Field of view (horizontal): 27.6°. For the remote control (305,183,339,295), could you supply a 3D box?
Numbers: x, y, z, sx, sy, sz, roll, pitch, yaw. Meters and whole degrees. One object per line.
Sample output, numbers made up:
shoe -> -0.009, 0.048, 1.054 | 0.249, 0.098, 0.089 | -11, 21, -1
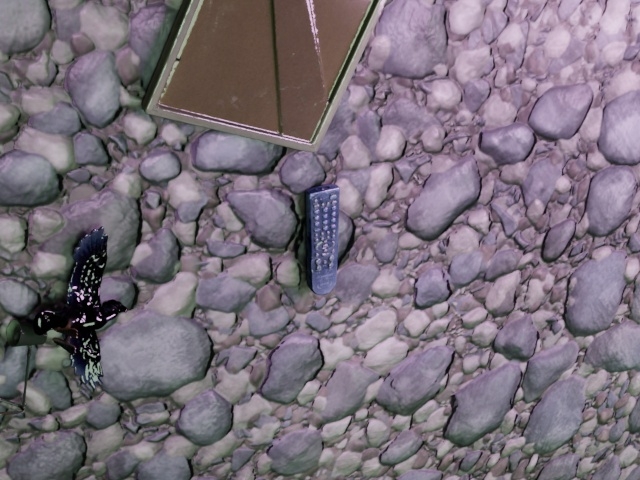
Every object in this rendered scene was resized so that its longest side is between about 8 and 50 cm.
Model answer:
remote control -> 0.001, 0.001, 1.650 | 0.043, 0.027, 0.153 | -9, 123, -18

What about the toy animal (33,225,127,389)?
toy animal -> -0.278, 0.090, 1.528 | 0.108, 0.062, 0.220 | -36, 138, -49

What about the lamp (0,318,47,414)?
lamp -> -0.354, 0.149, 1.540 | 0.054, 0.041, 0.121 | 8, 113, -44

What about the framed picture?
framed picture -> -0.039, -0.260, 1.454 | 0.240, 0.020, 0.324 | 10, 116, -34
